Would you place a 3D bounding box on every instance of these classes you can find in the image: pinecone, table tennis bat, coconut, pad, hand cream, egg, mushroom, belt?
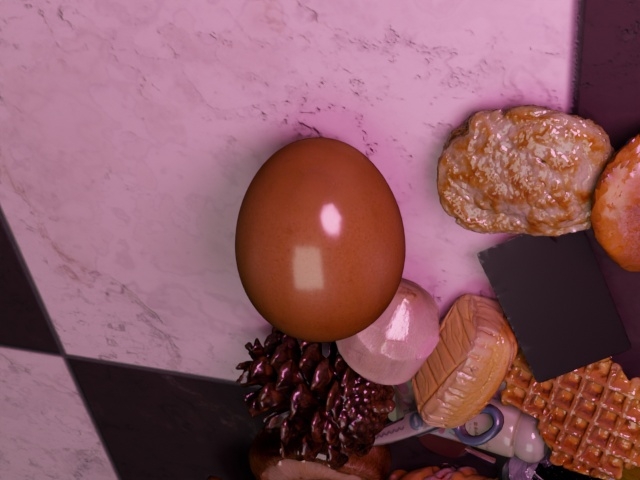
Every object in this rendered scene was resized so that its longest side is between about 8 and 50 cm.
[{"bbox_3d":[-0.009,0.265,1.821,0.309,0.244,0.244,20,142,31],"label":"pinecone"},{"bbox_3d":[0.260,0.392,2.001,0.158,0.014,0.095,25,137,-1],"label":"table tennis bat"},{"bbox_3d":[0.115,0.134,1.683,0.170,0.171,0.183,24,133,-2],"label":"coconut"},{"bbox_3d":[0.358,0.092,1.591,0.159,0.009,0.265,-22,116,13],"label":"pad"},{"bbox_3d":[0.259,0.313,1.878,0.305,0.093,0.147,14,135,24],"label":"hand cream"},{"bbox_3d":[0.000,0.000,1.525,0.250,0.250,0.323,11,130,12],"label":"egg"},{"bbox_3d":[0.004,0.431,2.042,0.297,0.163,0.278,-21,114,38],"label":"mushroom"},{"bbox_3d":[0.424,0.449,1.894,0.198,0.151,0.078,23,143,12],"label":"belt"}]

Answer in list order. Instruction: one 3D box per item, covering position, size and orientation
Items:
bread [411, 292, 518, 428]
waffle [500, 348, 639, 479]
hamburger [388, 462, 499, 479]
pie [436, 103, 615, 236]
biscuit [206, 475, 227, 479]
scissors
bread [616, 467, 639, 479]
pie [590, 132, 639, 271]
[{"bbox_3d":[0.238,0.199,1.701,0.106,0.140,0.236,13,129,-18],"label":"bread"},{"bbox_3d":[0.419,0.282,1.718,0.249,0.056,0.253,-9,103,36],"label":"waffle"},{"bbox_3d":[0.217,0.559,2.024,0.236,0.276,0.276,6,137,32],"label":"hamburger"},{"bbox_3d":[0.281,-0.102,1.425,0.247,0.090,0.201,2,124,20],"label":"pie"},{"bbox_3d":[-0.105,0.571,2.228,0.305,0.038,0.305,20,164,6],"label":"biscuit"},{"bbox_3d":[0.185,0.316,1.836,0.289,0.138,0.041,-26,160,31],"label":"scissors"},{"bbox_3d":[0.629,0.418,1.801,0.383,0.112,0.166,34,136,-14],"label":"bread"},{"bbox_3d":[0.481,-0.049,1.382,0.273,0.069,0.273,-5,135,-5],"label":"pie"}]
